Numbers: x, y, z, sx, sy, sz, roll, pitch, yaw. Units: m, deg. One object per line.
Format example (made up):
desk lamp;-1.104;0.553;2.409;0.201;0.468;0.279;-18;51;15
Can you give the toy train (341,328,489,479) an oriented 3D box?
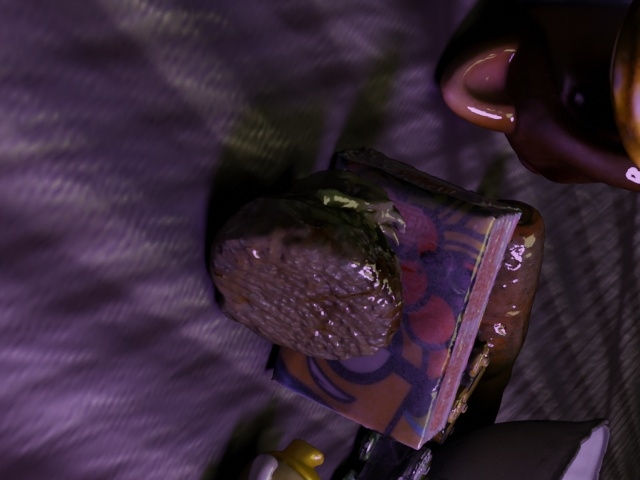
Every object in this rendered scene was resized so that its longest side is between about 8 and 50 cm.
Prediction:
toy train;0.073;0.153;1.074;0.202;0.060;0.081;-57;164;-24

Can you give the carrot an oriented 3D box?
carrot;0.141;0.101;1.180;0.070;0.070;0.342;-49;155;-39

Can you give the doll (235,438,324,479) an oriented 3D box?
doll;-0.049;0.195;0.816;0.162;0.062;0.106;-52;150;-32

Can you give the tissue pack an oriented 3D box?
tissue pack;0.042;0.032;0.804;0.060;0.108;0.148;-11;121;-63

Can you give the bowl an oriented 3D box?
bowl;0.122;0.266;1.182;0.313;0.146;0.313;-48;153;-35

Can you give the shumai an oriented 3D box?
shumai;0.001;0.000;0.713;0.124;0.099;0.087;82;20;-57

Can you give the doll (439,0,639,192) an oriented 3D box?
doll;0.238;-0.190;0.909;0.340;0.209;0.318;-66;156;5
